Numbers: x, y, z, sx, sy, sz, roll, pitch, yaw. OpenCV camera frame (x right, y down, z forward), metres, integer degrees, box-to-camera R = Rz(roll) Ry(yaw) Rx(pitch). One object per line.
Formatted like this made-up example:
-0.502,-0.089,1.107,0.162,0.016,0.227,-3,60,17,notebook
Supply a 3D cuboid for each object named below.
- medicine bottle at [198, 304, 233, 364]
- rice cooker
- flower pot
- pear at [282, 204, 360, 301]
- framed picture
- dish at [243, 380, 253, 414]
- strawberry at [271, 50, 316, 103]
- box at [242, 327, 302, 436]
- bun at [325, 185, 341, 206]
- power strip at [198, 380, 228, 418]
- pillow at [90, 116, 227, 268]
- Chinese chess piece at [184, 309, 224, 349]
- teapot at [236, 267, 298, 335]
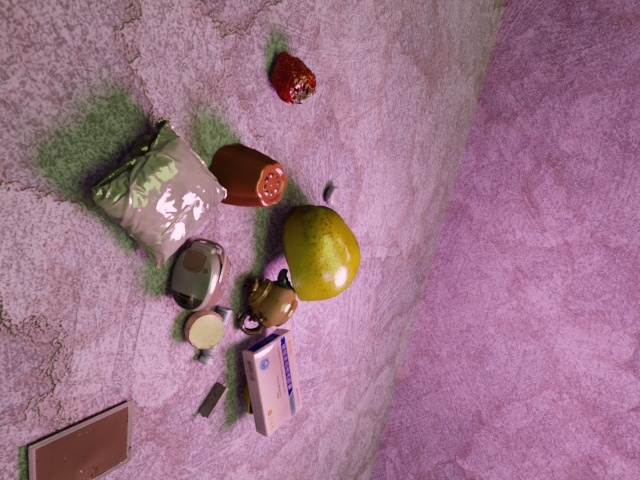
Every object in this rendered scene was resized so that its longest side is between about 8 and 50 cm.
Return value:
-0.341,0.308,1.448,0.051,0.051,0.190,26,84,-57,medicine bottle
-0.338,0.101,1.269,0.127,0.145,0.206,36,71,-69,rice cooker
-0.202,-0.178,1.307,0.191,0.173,0.190,-34,134,-45,flower pot
0.000,0.000,1.569,0.342,0.239,0.317,-79,154,-45,pear
-0.627,0.567,1.182,0.274,0.016,0.216,-12,114,-54,framed picture
-0.234,0.562,1.699,0.207,0.080,0.148,-49,132,-37,dish
-0.089,-0.499,1.385,0.131,0.148,0.131,-41,178,-2,strawberry
-0.173,0.522,1.653,0.200,0.065,0.342,-25,114,-47,box
0.048,-0.178,1.791,0.083,0.045,0.083,-27,124,-50,bun
-0.363,0.544,1.530,0.136,0.051,0.019,-59,149,-21,power strip
-0.386,-0.109,1.097,0.283,0.138,0.309,-57,147,-21,pillow
-0.358,0.275,1.374,0.122,0.051,0.121,-7,103,-33,Chinese chess piece
-0.193,0.210,1.546,0.269,0.173,0.182,-46,109,3,teapot
